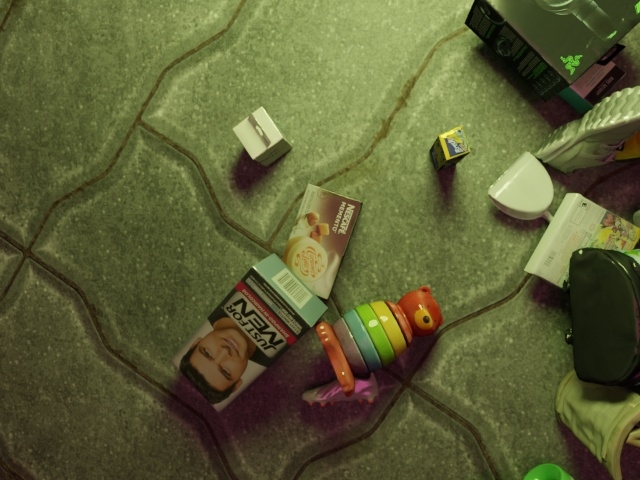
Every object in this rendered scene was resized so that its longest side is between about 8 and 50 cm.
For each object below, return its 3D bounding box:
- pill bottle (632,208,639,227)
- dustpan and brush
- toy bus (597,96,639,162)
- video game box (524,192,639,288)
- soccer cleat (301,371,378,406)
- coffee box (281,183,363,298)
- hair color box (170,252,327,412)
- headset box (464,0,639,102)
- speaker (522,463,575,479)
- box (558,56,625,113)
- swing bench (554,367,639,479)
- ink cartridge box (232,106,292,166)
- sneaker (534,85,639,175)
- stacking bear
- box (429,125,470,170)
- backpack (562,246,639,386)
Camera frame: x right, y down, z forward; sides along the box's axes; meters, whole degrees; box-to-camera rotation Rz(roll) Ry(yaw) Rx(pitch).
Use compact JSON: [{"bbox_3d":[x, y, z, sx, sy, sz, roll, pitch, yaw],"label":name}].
[{"bbox_3d":[0.809,-0.073,0.913,0.186,0.112,0.112,-37,87,8],"label":"pill bottle"},{"bbox_3d":[0.512,-0.087,0.988,0.147,0.060,0.211,-45,80,-3],"label":"dustpan and brush"},{"bbox_3d":[0.728,-0.248,0.855,0.220,0.211,0.150,-15,103,2],"label":"toy bus"},{"bbox_3d":[0.603,0.023,0.961,0.187,0.048,0.205,27,95,-5],"label":"video game box"},{"bbox_3d":[0.048,0.374,1.061,0.196,0.068,0.076,-7,76,7],"label":"soccer cleat"},{"bbox_3d":[0.000,0.000,1.031,0.141,0.098,0.247,21,95,7],"label":"coffee box"},{"bbox_3d":[-0.179,0.228,1.005,0.185,0.113,0.374,45,115,4],"label":"hair color box"},{"bbox_3d":[0.500,-0.473,0.869,0.246,0.131,0.283,-43,86,7],"label":"headset box"},{"bbox_3d":[0.603,0.675,0.962,0.131,0.131,0.297,-38,87,7],"label":"speaker"},{"bbox_3d":[0.555,-0.414,0.961,0.244,0.060,0.100,43,96,4],"label":"box"},{"bbox_3d":[0.673,0.364,0.877,0.254,0.253,0.165,1,92,7],"label":"swing bench"},{"bbox_3d":[-0.140,-0.251,1.018,0.090,0.143,0.092,-35,87,7],"label":"ink cartridge box"},{"bbox_3d":[0.594,-0.218,0.870,0.115,0.281,0.105,38,76,-5],"label":"sneaker"},{"bbox_3d":[0.151,0.213,0.992,0.288,0.164,0.176,-25,88,-3],"label":"stacking bear"},{"bbox_3d":[0.290,-0.204,0.950,0.054,0.169,0.059,-18,89,9],"label":"box"},{"bbox_3d":[0.735,0.155,0.865,0.355,0.273,0.290,4,84,-22],"label":"backpack"}]
